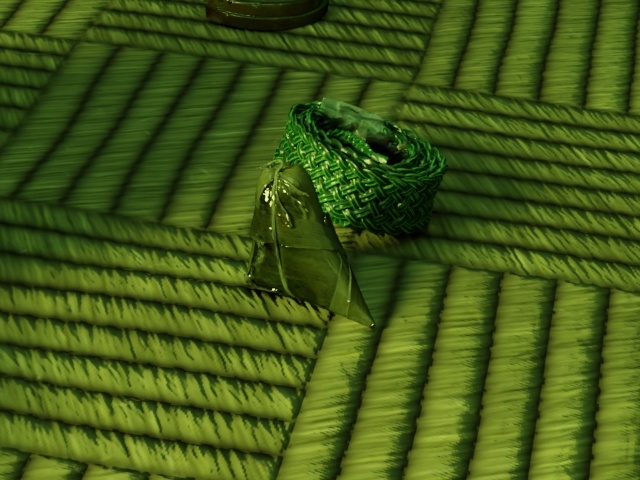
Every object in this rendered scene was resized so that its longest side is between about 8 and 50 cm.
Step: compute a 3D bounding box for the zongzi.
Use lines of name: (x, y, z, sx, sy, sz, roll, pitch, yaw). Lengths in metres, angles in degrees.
zongzi: (0.000, 0.000, 1.422, 0.119, 0.109, 0.055, 21, 29, 28)

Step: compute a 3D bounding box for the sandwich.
sandwich: (-0.051, -0.243, 1.917, 0.135, 0.029, 0.067, -5, 32, -17)

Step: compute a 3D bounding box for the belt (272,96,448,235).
belt: (0.028, -0.055, 1.564, 0.151, 0.079, 0.121, 31, 28, 20)
